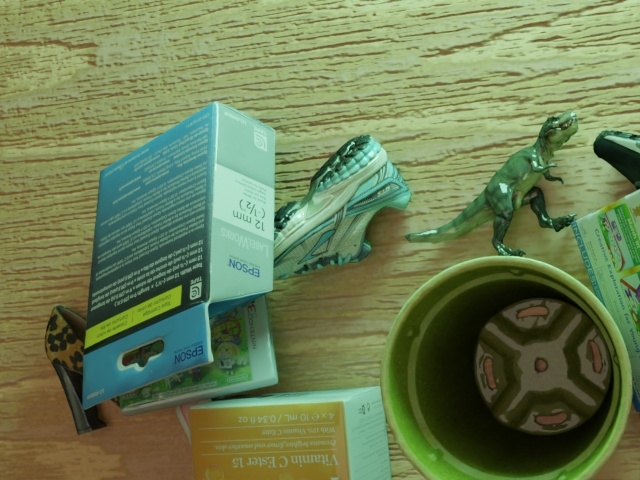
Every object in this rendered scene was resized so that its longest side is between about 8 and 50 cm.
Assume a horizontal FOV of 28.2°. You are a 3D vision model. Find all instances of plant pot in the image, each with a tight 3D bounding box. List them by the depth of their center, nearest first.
[{"bbox_3d":[0.238,0.157,1.492,0.276,0.254,0.276,-1,88,20],"label":"plant pot"}]

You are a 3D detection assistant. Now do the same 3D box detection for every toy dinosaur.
[{"bbox_3d":[0.241,-0.043,1.599,0.268,0.064,0.118,-41,70,17],"label":"toy dinosaur"}]

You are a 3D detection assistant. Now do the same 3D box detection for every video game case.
[{"bbox_3d":[-0.172,0.123,1.704,0.213,0.023,0.193,-13,61,7],"label":"video game case"}]

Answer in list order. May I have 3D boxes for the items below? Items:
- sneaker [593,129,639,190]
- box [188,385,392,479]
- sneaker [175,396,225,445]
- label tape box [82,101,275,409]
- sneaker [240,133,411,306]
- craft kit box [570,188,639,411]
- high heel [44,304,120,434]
[{"bbox_3d":[0.438,-0.031,1.505,0.283,0.107,0.124,29,105,18],"label":"sneaker"},{"bbox_3d":[-0.028,0.370,1.630,0.215,0.168,0.345,-6,87,20],"label":"box"},{"bbox_3d":[-0.140,0.262,1.734,0.070,0.051,0.134,-36,74,21],"label":"sneaker"},{"bbox_3d":[-0.179,0.033,1.614,0.249,0.115,0.347,-25,56,39],"label":"label tape box"},{"bbox_3d":[0.000,0.000,1.651,0.283,0.110,0.122,-43,103,9],"label":"sneaker"},{"bbox_3d":[0.398,0.062,1.450,0.061,0.246,0.249,-16,83,-15],"label":"craft kit box"},{"bbox_3d":[-0.267,0.147,1.760,0.261,0.093,0.186,-22,84,24],"label":"high heel"}]
